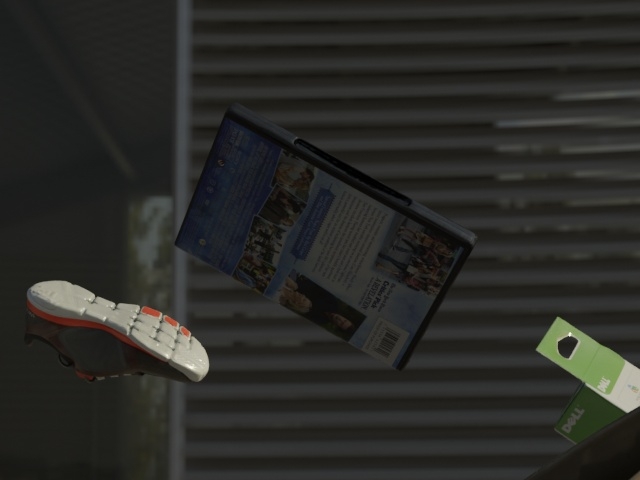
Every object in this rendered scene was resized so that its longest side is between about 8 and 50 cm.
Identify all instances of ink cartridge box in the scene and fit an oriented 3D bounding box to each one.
[{"bbox_3d":[0.292,0.169,1.504,0.209,0.062,0.109,34,25,9],"label":"ink cartridge box"}]

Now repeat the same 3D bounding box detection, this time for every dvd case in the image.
[{"bbox_3d":[0.000,0.000,1.430,0.253,0.022,0.180,29,-49,4],"label":"dvd case"}]

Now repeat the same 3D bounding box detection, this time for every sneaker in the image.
[{"bbox_3d":[-0.166,0.087,1.247,0.158,0.065,0.061,23,22,8],"label":"sneaker"}]

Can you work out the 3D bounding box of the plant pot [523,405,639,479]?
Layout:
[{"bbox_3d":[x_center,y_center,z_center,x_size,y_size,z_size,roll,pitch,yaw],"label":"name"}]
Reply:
[{"bbox_3d":[0.189,0.280,0.907,0.323,0.280,0.323,-37,-5,-4],"label":"plant pot"}]
